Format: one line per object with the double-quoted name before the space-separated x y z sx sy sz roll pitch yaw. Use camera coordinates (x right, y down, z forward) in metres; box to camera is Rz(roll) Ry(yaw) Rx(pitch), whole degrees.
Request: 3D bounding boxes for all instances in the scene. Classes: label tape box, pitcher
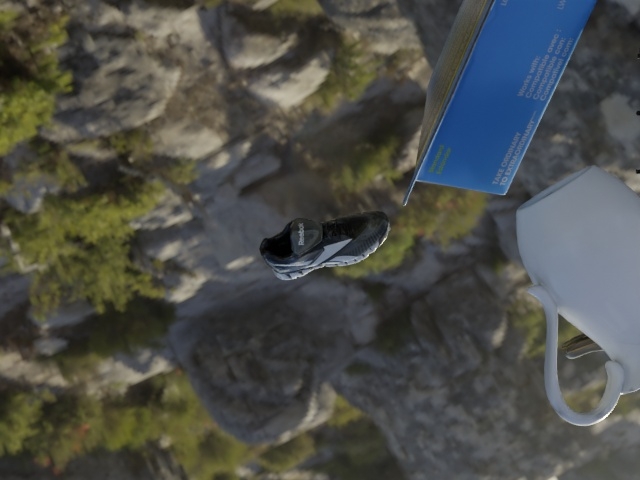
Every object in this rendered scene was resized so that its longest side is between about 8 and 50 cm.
"label tape box" 0.185 -0.181 1.181 0.106 0.334 0.241 21 118 -2
"pitcher" 0.252 0.051 1.101 0.177 0.207 0.125 -31 -179 -19

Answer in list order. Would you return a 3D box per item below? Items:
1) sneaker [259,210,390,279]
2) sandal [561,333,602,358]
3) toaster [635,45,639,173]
"sneaker" 0.000 0.000 1.959 0.234 0.078 0.106 -19 151 23
"sandal" 0.394 0.129 1.480 0.180 0.049 0.072 -16 179 17
"toaster" 0.367 -0.153 1.152 0.110 0.168 0.186 0 166 13
